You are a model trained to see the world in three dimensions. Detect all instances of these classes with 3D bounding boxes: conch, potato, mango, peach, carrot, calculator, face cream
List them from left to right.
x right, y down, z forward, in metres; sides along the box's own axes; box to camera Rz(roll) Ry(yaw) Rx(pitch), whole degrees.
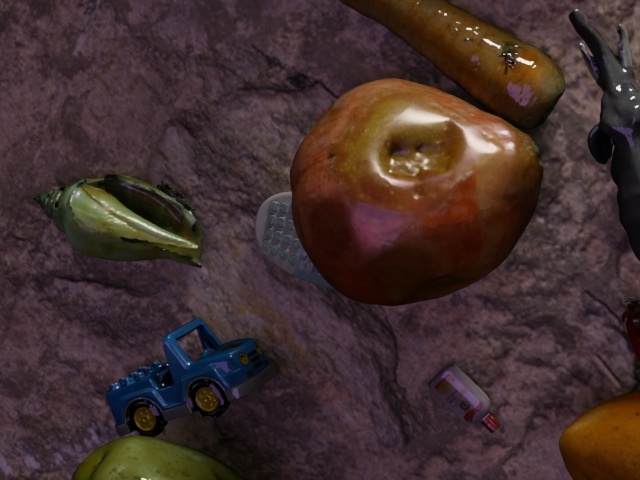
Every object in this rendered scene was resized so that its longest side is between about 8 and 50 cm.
[{"bbox_3d":[-0.224,-0.025,1.365,0.200,0.079,0.095,5,92,3],"label":"conch"},{"bbox_3d":[-0.140,0.336,1.338,0.216,0.216,0.304,-30,106,25],"label":"potato"},{"bbox_3d":[0.000,0.000,1.311,0.153,0.021,0.095,18,109,17],"label":"calculator"},{"bbox_3d":[0.094,-0.050,1.167,0.235,0.214,0.214,-14,98,17],"label":"peach"},{"bbox_3d":[0.100,-0.205,1.198,0.298,0.078,0.078,34,113,15],"label":"carrot"},{"bbox_3d":[0.152,0.166,1.293,0.083,0.021,0.040,44,115,6],"label":"face cream"},{"bbox_3d":[0.354,0.211,1.151,0.257,0.138,0.187,21,146,5],"label":"mango"}]

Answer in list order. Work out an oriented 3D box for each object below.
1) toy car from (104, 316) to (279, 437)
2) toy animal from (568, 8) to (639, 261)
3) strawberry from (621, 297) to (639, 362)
[{"bbox_3d":[-0.150,0.146,1.365,0.191,0.097,0.100,-19,95,24],"label":"toy car"},{"bbox_3d":[0.294,-0.081,1.111,0.082,0.137,0.270,-22,89,28],"label":"toy animal"},{"bbox_3d":[0.339,0.086,1.163,0.106,0.106,0.106,5,105,20],"label":"strawberry"}]
